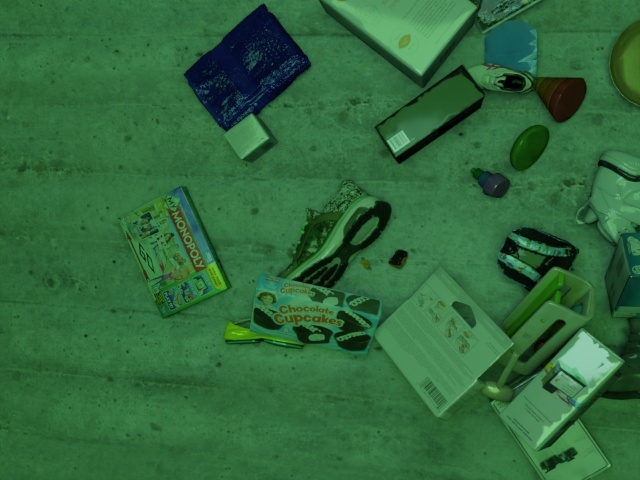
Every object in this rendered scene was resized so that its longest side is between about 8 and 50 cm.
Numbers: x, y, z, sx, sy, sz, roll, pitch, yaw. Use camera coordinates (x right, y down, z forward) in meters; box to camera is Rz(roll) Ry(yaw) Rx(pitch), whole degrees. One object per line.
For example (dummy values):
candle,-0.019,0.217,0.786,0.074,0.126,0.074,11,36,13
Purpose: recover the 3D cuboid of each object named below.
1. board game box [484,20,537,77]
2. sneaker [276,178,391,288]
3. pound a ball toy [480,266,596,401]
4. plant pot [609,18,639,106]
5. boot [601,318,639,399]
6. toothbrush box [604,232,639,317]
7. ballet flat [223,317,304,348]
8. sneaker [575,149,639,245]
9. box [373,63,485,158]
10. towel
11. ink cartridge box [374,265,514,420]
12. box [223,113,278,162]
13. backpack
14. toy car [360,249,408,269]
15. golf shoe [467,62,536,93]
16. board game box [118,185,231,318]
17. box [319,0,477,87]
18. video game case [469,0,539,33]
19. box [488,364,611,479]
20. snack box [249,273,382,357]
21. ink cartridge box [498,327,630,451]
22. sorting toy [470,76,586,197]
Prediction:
board game box,0.492,-0.476,1.722,0.133,0.033,0.168,4,101,30
sneaker,0.000,0.000,1.801,0.410,0.158,0.182,-43,53,10
pound a ball toy,0.526,0.247,1.606,0.136,0.208,0.319,26,137,2
plant pot,0.841,-0.442,1.667,0.237,0.032,0.236,0,92,11
boot,0.769,0.289,1.676,0.339,0.118,0.222,7,84,8
toothbrush box,0.850,0.083,1.575,0.296,0.216,0.126,-2,57,9
ballet flat,-0.156,0.253,1.846,0.231,0.077,0.077,2,76,12
sneaker,0.818,-0.057,1.634,0.366,0.137,0.210,29,97,13
box,0.275,-0.312,1.693,0.261,0.184,0.103,-35,84,9
towel,-0.206,-0.467,1.828,0.308,0.076,0.227,-39,86,9
ink cartridge box,0.309,0.254,1.688,0.261,0.066,0.296,-46,50,9
box,-0.188,-0.276,1.817,0.102,0.101,0.087,-35,85,9
backpack,0.536,0.048,1.691,0.173,0.117,0.158,25,96,8
toy car,0.176,0.055,1.806,0.122,0.060,0.040,1,136,26
golf shoe,0.446,-0.412,1.692,0.186,0.086,0.067,15,107,29
board game box,-0.413,0.034,1.895,0.214,0.046,0.317,-26,87,11
box,0.193,-0.590,1.707,0.345,0.168,0.215,40,98,6
video game case,0.455,-0.647,1.688,0.190,0.022,0.173,-26,103,25
box,0.581,0.483,1.712,0.169,0.087,0.290,-36,85,9
snack box,-0.016,0.198,1.745,0.322,0.060,0.187,13,135,0
ink cartridge box,0.568,0.346,1.550,0.278,0.201,0.117,-50,61,9
sorting toy,0.512,-0.281,1.712,0.365,0.127,0.126,-53,54,10
